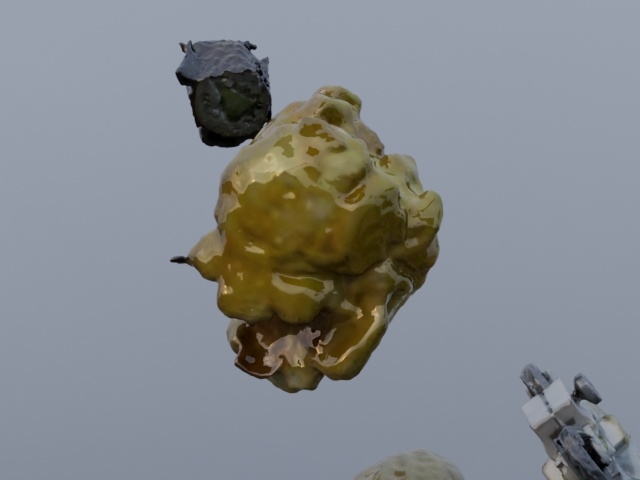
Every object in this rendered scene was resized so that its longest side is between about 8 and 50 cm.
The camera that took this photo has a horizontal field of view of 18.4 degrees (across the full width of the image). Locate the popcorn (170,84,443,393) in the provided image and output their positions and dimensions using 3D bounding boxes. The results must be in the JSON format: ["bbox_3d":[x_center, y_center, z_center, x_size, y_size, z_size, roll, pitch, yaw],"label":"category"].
[{"bbox_3d":[0.002,0.004,1.694,0.191,0.253,0.190,31,9,15],"label":"popcorn"}]

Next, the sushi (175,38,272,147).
[{"bbox_3d":[-0.099,-0.151,1.990,0.098,0.084,0.094,0,-56,-6],"label":"sushi"}]

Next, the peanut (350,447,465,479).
[{"bbox_3d":[0.056,0.282,1.734,0.123,0.256,0.123,10,-51,13],"label":"peanut"}]

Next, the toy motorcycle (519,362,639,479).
[{"bbox_3d":[0.219,0.176,1.576,0.151,0.074,0.228,51,4,-13],"label":"toy motorcycle"}]
